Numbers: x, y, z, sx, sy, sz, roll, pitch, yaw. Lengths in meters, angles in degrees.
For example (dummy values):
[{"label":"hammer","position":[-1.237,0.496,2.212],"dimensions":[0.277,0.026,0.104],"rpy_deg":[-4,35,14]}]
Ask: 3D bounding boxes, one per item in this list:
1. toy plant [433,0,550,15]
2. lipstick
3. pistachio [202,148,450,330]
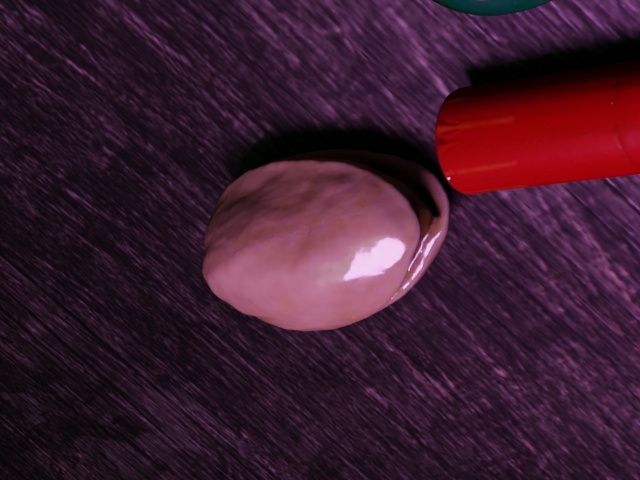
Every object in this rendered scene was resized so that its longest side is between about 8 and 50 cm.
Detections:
[{"label":"toy plant","position":[0.044,-0.224,0.707],"dimensions":[0.243,0.112,0.232],"rpy_deg":[-1,117,37]},{"label":"lipstick","position":[0.188,-0.073,0.812],"dimensions":[0.280,0.073,0.073],"rpy_deg":[-4,129,46]},{"label":"pistachio","position":[0.000,0.000,1.035],"dimensions":[0.226,0.136,0.136],"rpy_deg":[-13,123,43]}]
